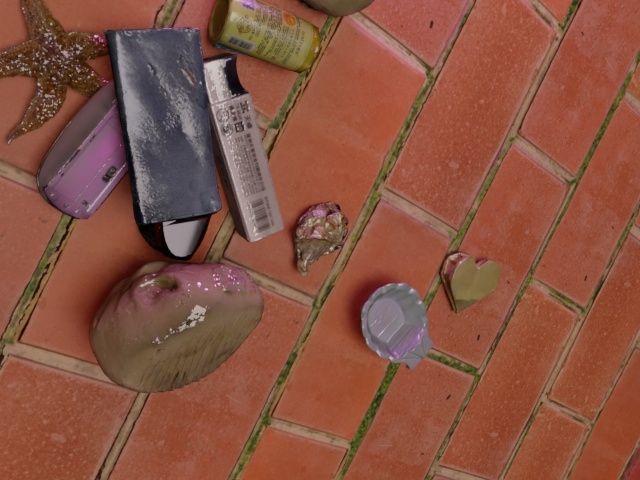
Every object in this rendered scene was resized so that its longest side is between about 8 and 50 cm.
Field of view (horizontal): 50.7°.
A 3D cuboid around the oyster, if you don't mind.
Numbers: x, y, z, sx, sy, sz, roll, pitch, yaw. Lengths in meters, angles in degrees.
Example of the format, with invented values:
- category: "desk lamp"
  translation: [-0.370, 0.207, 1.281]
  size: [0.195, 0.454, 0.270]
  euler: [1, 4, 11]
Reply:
- category: "oyster"
  translation: [0.000, 0.000, 1.669]
  size: [0.163, 0.081, 0.191]
  euler: [11, 102, -36]

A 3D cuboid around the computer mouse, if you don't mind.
- category: "computer mouse"
  translation: [-0.434, -0.188, 1.357]
  size: [0.310, 0.072, 0.158]
  euler: [-53, 137, -6]

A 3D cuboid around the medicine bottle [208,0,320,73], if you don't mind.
- category: "medicine bottle"
  translation: [-0.113, -0.444, 1.452]
  size: [0.239, 0.124, 0.124]
  euler: [12, 98, -32]

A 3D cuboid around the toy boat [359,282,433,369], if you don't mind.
- category: "toy boat"
  translation: [0.196, 0.225, 1.831]
  size: [0.199, 0.100, 0.290]
  euler: [-44, 120, -11]

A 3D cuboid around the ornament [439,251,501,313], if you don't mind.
- category: "ornament"
  translation: [0.429, 0.131, 1.965]
  size: [0.201, 0.059, 0.180]
  euler: [13, 100, -34]

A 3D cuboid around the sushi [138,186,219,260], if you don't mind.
- category: "sushi"
  translation: [-0.304, -0.072, 1.450]
  size: [0.136, 0.126, 0.225]
  euler: [8, 94, -30]

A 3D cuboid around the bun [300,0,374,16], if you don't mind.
- category: "bun"
  translation: [0.047, -0.614, 1.479]
  size: [0.239, 0.141, 0.239]
  euler: [-7, 106, -25]

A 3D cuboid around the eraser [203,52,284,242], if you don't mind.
- category: "eraser"
  translation: [-0.185, -0.201, 1.493]
  size: [0.098, 0.096, 0.404]
  euler: [-23, 114, -21]

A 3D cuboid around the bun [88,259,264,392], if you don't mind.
- category: "bun"
  translation: [-0.302, 0.171, 1.444]
  size: [0.362, 0.234, 0.326]
  euler: [-27, 149, -14]

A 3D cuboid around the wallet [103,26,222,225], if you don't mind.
- category: "wallet"
  translation: [-0.303, -0.223, 1.331]
  size: [0.191, 0.046, 0.379]
  euler: [-12, 102, -32]

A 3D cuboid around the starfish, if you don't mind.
- category: "starfish"
  translation: [-0.495, -0.329, 1.302]
  size: [0.302, 0.060, 0.299]
  euler: [-2, 102, -30]
